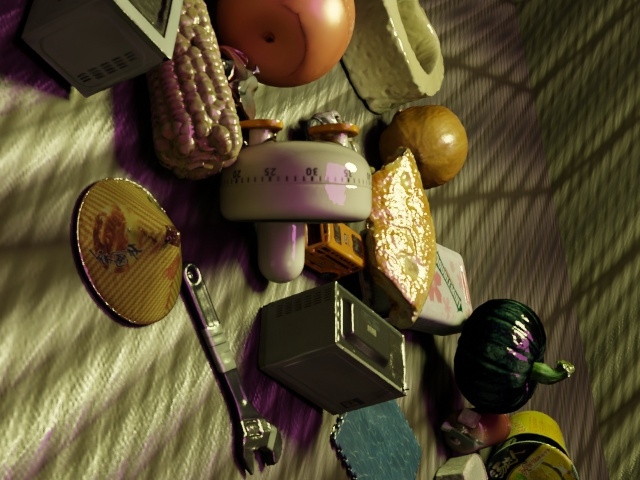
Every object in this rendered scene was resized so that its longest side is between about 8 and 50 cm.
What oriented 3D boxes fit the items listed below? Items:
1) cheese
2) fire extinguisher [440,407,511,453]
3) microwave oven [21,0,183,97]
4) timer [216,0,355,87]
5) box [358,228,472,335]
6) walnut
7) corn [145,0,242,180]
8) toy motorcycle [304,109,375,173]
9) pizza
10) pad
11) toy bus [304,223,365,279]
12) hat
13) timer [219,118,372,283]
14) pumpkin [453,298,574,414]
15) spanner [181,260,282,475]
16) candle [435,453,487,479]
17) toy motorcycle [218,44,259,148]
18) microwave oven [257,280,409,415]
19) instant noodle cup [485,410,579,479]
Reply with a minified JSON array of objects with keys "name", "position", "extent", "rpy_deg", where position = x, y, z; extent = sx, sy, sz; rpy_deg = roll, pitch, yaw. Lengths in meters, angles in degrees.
[{"name":"cheese","position":[0.167,-0.466,2.071],"extent":[0.292,0.153,0.332],"rpy_deg":[65,25,-16]},{"name":"fire extinguisher","position":[0.337,0.410,1.920],"extent":[0.269,0.104,0.105],"rpy_deg":[15,61,-61]},{"name":"microwave oven","position":[-0.259,-0.306,1.105],"extent":[0.122,0.162,0.208],"rpy_deg":[45,37,-43]},{"name":"timer","position":[-0.058,-0.374,1.479],"extent":[0.230,0.229,0.215],"rpy_deg":[60,29,-25]},{"name":"box","position":[0.198,0.090,1.845],"extent":[0.369,0.112,0.190],"rpy_deg":[20,56,-57]},{"name":"walnut","position":[0.241,-0.211,2.018],"extent":[0.298,0.203,0.203],"rpy_deg":[-29,101,-67]},{"name":"corn","position":[-0.192,-0.246,1.260],"extent":[0.126,0.126,0.335],"rpy_deg":[20,54,-59]},{"name":"toy motorcycle","position":[0.033,-0.182,1.721],"extent":[0.225,0.073,0.152],"rpy_deg":[47,33,-41]},{"name":"pizza","position":[0.139,-0.016,1.641],"extent":[0.182,0.074,0.366],"rpy_deg":[8,67,-34]},{"name":"pad","position":[0.109,0.370,1.597],"extent":[0.270,0.012,0.269],"rpy_deg":[62,27,-21]},{"name":"toy bus","position":[0.000,0.000,1.519],"extent":[0.194,0.088,0.083],"rpy_deg":[32,48,-54]},{"name":"hat","position":[-0.208,0.002,1.102],"extent":[0.193,0.082,0.193],"rpy_deg":[38,42,-45]},{"name":"timer","position":[-0.038,-0.053,1.325],"extent":[0.233,0.233,0.240],"rpy_deg":[2,88,-63]},{"name":"pumpkin","position":[0.410,0.255,1.874],"extent":[0.248,0.248,0.248],"rpy_deg":[42,39,-47]},{"name":"spanner","position":[-0.131,0.177,1.226],"extent":[0.087,0.024,0.316],"rpy_deg":[-33,104,-57]},{"name":"candle","position":[0.295,0.516,1.812],"extent":[0.168,0.068,0.192],"rpy_deg":[54,29,-40]},{"name":"toy motorcycle","position":[-0.132,-0.220,1.403],"extent":[0.118,0.084,0.213],"rpy_deg":[-71,144,-53]},{"name":"microwave oven","position":[0.023,0.166,1.380],"extent":[0.205,0.163,0.129],"rpy_deg":[41,37,-43]},{"name":"instant noodle cup","position":[0.500,0.518,2.090],"extent":[0.216,0.215,0.236],"rpy_deg":[68,19,-10]}]
